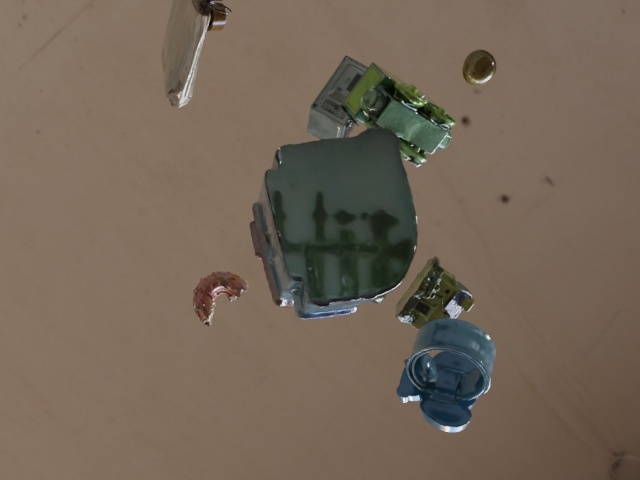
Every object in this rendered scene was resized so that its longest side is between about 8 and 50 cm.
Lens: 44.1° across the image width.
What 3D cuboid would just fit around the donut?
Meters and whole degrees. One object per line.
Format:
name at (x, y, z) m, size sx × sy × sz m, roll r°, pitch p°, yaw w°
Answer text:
donut at (-0.281, 0.138, 2.129) m, size 0.166 × 0.117 × 0.065 m, roll -44°, pitch 175°, yaw -20°

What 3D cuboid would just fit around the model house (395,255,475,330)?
model house at (0.361, 0.190, 2.421) m, size 0.214 × 0.189 × 0.195 m, roll -55°, pitch -178°, yaw 9°

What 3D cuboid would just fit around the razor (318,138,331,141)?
razor at (0.049, -0.181, 1.794) m, size 0.054 × 0.148 × 0.090 m, roll 15°, pitch -80°, yaw 50°

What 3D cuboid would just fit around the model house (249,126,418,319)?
model house at (0.000, 0.000, 1.431) m, size 0.252 × 0.294 × 0.329 m, roll -9°, pitch 166°, yaw -20°

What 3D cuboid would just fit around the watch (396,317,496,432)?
watch at (0.256, 0.256, 1.619) m, size 0.211 × 0.193 × 0.211 m, roll -1°, pitch -141°, yaw 1°

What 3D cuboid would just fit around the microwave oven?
microwave oven at (0.066, -0.391, 2.253) m, size 0.208 × 0.123 × 0.162 m, roll -58°, pitch 174°, yaw -22°

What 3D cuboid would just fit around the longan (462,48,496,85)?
longan at (0.321, -0.350, 1.617) m, size 0.075 × 0.075 × 0.083 m, roll -55°, pitch -177°, yaw -31°

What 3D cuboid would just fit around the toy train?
toy train at (0.190, -0.297, 1.866) m, size 0.159 × 0.272 × 0.188 m, roll -53°, pitch -138°, yaw 18°

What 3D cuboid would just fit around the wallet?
wallet at (-0.286, -0.436, 1.700) m, size 0.274 × 0.068 × 0.335 m, roll -66°, pitch -152°, yaw 25°

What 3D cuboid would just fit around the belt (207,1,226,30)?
belt at (-0.227, -0.485, 1.707) m, size 0.036 × 0.059 × 0.083 m, roll -9°, pitch -179°, yaw -21°
